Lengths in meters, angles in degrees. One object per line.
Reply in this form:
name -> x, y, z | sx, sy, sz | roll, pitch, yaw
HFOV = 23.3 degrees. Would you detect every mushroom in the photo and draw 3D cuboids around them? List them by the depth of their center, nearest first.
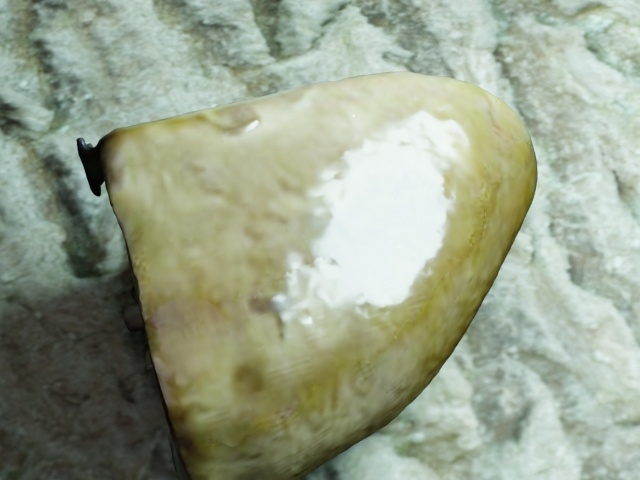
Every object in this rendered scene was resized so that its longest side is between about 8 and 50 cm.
mushroom -> 0.028, 0.028, 1.331 | 0.397, 0.224, 0.314 | -15, 56, -8
